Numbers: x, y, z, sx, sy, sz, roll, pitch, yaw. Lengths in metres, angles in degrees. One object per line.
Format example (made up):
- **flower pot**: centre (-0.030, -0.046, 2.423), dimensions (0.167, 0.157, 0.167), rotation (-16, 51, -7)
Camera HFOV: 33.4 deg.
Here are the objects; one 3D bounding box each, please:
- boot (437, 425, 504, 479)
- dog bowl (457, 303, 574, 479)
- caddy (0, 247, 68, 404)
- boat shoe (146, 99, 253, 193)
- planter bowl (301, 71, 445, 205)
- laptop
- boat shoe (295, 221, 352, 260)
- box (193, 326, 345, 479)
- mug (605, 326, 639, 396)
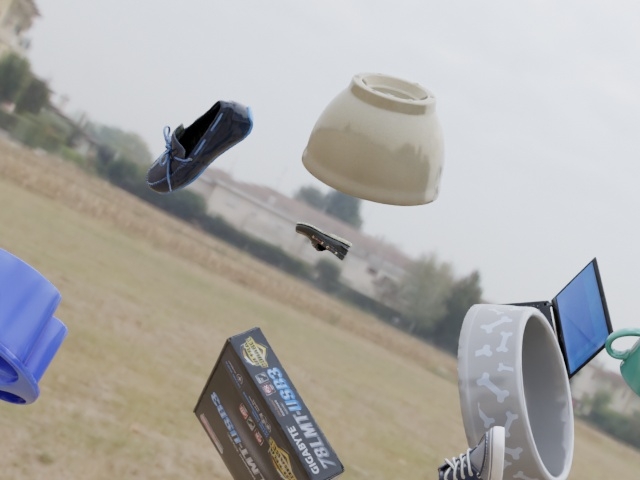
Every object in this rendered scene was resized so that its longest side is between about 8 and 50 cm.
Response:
- **boot**: centre (0.206, 0.320, 1.477), dimensions (0.086, 0.069, 0.190), rotation (6, -46, 7)
- **dog bowl**: centre (0.346, 0.273, 1.841), dimensions (0.102, 0.349, 0.349), rotation (-12, -21, 26)
- **caddy**: centre (-0.534, 0.113, 1.549), dimensions (0.341, 0.179, 0.241), rotation (27, -31, 9)
- **boat shoe**: centre (-0.235, -0.181, 1.917), dimensions (0.089, 0.258, 0.109), rotation (24, 37, -44)
- **planter bowl**: centre (0.069, -0.121, 1.184), dimensions (0.162, 0.109, 0.162), rotation (12, 24, -5)
- **laptop**: centre (0.457, 0.171, 2.222), dimensions (0.264, 0.234, 0.136), rotation (-4, -48, 7)
- **boat shoe**: centre (-0.001, -0.001, 2.106), dimensions (0.133, 0.042, 0.049), rotation (25, -5, 31)
- **box**: centre (-0.099, 0.345, 1.867), dimensions (0.295, 0.073, 0.293), rotation (57, -34, 20)
- **mug**: centre (0.547, 0.195, 1.695), dimensions (0.157, 0.097, 0.129), rotation (17, 31, -20)
